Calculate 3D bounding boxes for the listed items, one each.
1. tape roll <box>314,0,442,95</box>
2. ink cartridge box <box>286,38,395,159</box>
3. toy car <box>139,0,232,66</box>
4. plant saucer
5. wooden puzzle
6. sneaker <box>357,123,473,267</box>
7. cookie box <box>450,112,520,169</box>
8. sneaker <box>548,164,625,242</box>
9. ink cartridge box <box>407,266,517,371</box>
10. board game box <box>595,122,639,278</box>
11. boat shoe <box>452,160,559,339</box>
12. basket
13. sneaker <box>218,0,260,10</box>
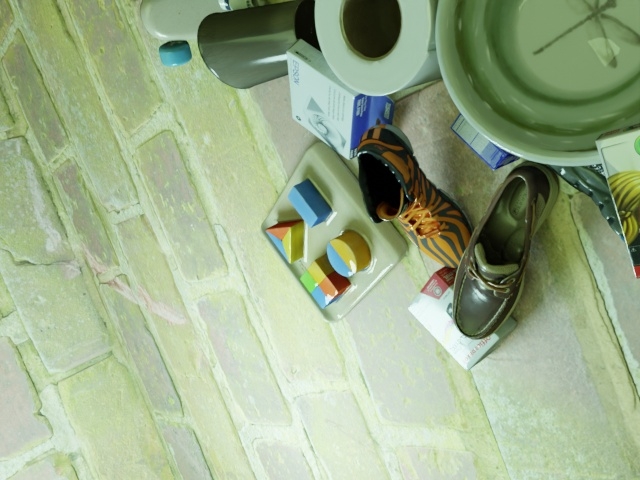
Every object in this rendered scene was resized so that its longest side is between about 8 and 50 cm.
[{"bbox_3d":[0.133,-0.379,1.092,0.246,0.169,0.246,23,125,37],"label":"tape roll"},{"bbox_3d":[0.035,-0.251,1.257,0.224,0.045,0.223,36,161,16],"label":"ink cartridge box"},{"bbox_3d":[-0.321,-0.560,1.512,0.238,0.210,0.219,-121,16,-52],"label":"toy car"},{"bbox_3d":[0.361,-0.304,0.895,0.400,0.100,0.401,5,100,31],"label":"plant saucer"},{"bbox_3d":[0.000,0.000,1.495,0.322,0.080,0.348,53,138,13],"label":"wooden puzzle"},{"bbox_3d":[0.160,-0.049,1.171,0.124,0.180,0.321,-34,103,28],"label":"sneaker"},{"bbox_3d":[0.286,-0.176,1.093,0.107,0.091,0.040,49,134,18],"label":"cookie box"},{"bbox_3d":[0.429,-0.127,0.975,0.140,0.125,0.341,-46,69,19],"label":"sneaker"},{"bbox_3d":[0.277,0.149,1.281,0.175,0.072,0.127,47,136,20],"label":"ink cartridge box"},{"bbox_3d":[0.503,-0.071,0.752,0.305,0.053,0.193,-14,102,39],"label":"board game box"},{"bbox_3d":[0.297,0.031,1.114,0.123,0.123,0.342,31,117,24],"label":"boat shoe"},{"bbox_3d":[-0.100,-0.407,1.335,0.226,0.204,0.154,1,83,37],"label":"basket"},{"bbox_3d":[-0.147,-0.593,1.361,0.094,0.090,0.235,18,121,13],"label":"sneaker"}]
